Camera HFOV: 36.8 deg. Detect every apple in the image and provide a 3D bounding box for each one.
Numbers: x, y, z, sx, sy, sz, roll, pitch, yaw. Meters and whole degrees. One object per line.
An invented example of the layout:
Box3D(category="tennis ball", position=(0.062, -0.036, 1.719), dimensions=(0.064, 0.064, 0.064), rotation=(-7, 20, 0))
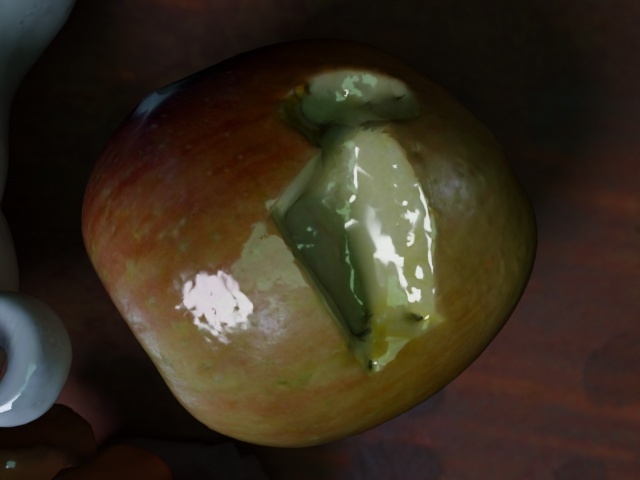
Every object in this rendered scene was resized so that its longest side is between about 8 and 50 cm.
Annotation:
Box3D(category="apple", position=(0.000, 0.000, 0.432), dimensions=(0.199, 0.199, 0.199), rotation=(0, 102, 1))

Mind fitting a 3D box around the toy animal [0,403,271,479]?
Box3D(category="toy animal", position=(-0.090, 0.227, 0.496), dimensions=(0.169, 0.195, 0.281), rotation=(-7, 100, -39))

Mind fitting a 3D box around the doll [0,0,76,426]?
Box3D(category="doll", position=(-0.271, 0.044, 0.427), dimensions=(0.366, 0.187, 0.376), rotation=(0, 58, 15))
